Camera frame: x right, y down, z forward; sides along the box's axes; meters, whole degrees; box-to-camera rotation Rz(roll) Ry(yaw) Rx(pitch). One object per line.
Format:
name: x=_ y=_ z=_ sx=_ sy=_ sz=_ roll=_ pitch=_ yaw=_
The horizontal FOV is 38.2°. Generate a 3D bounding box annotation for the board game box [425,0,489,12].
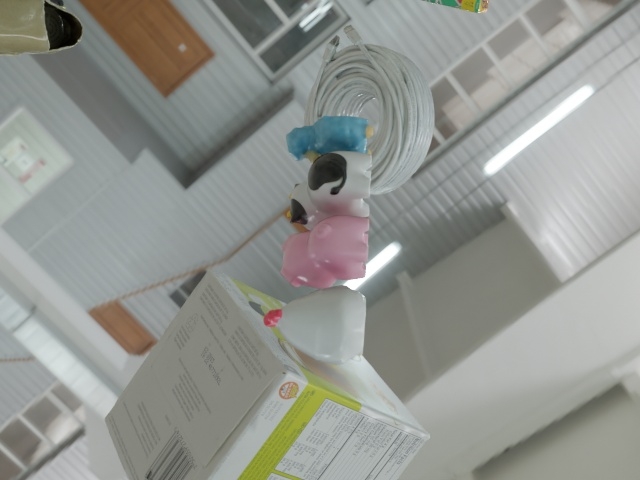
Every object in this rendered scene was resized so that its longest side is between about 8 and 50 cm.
board game box: x=0.124 y=-0.404 z=1.284 sx=0.259 sy=0.124 sz=0.039 roll=23 pitch=-155 yaw=33

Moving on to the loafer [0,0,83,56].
loafer: x=-0.228 y=-0.163 z=0.679 sx=0.050 sy=0.056 sz=0.148 roll=0 pitch=-168 yaw=19

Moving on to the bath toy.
bath toy: x=0.000 y=0.000 z=1.213 sx=0.151 sy=0.129 sz=0.348 roll=91 pitch=2 yaw=-57

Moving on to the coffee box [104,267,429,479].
coffee box: x=-0.096 y=0.310 z=1.535 sx=0.338 sy=0.334 sz=0.337 roll=-55 pitch=-144 yaw=8

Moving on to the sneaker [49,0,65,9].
sneaker: x=-0.486 y=-0.370 z=1.477 sx=0.097 sy=0.084 sz=0.234 roll=-4 pitch=-161 yaw=-44

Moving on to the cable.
cable: x=0.076 y=-0.203 z=1.574 sx=0.257 sy=0.089 sz=0.257 roll=47 pitch=-60 yaw=35
